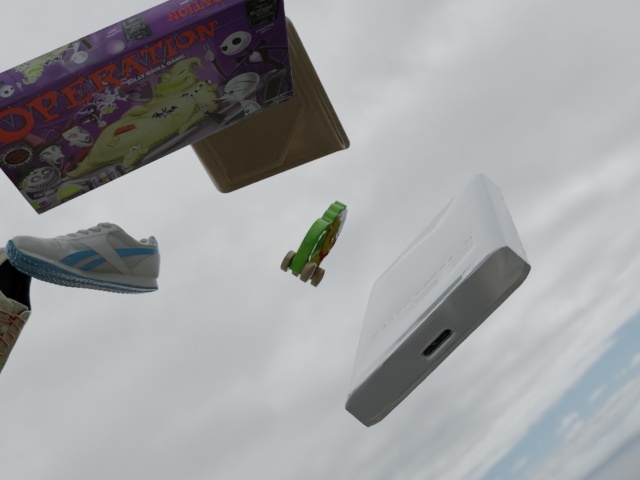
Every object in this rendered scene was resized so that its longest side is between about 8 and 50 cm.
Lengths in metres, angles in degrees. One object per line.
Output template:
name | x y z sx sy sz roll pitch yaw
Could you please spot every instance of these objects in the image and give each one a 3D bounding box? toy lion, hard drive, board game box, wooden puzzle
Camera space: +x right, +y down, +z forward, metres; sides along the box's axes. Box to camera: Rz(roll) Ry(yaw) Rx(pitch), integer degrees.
toy lion | 0.000 0.000 0.846 0.096 0.034 0.100 -62 -12 -2
hard drive | 0.133 0.049 0.919 0.233 0.047 0.353 -48 5 17
board game box | -0.196 -0.162 0.873 0.347 0.056 0.208 -27 -26 -9
wooden puzzle | -0.101 -0.195 1.152 0.239 0.044 0.221 -17 -59 21

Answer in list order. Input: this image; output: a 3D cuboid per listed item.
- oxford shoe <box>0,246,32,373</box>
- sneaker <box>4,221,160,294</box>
oxford shoe | -0.623 0.167 1.444 0.146 0.397 0.140 -21 -38 20
sneaker | -0.342 0.019 1.139 0.229 0.092 0.087 14 -20 -39
